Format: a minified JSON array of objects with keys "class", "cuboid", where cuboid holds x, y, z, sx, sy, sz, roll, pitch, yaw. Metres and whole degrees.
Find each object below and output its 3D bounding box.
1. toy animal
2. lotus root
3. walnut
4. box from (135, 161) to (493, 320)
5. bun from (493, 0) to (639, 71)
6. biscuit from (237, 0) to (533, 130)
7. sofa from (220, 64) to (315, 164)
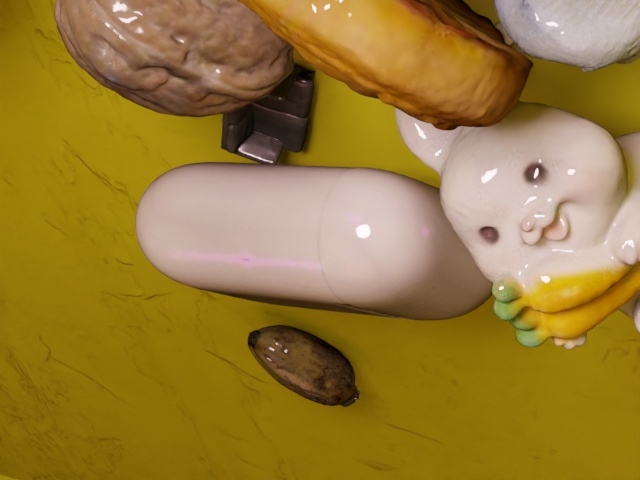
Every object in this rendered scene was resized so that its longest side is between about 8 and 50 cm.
[{"class":"toy animal","cuboid":[0.219,-0.047,1.390,0.310,0.247,0.183,15,142,-25]},{"class":"lotus root","cuboid":[-0.019,0.169,2.164,0.179,0.080,0.089,35,165,-20]},{"class":"walnut","cuboid":[-0.123,-0.196,1.413,0.230,0.178,0.178,21,157,-26]},{"class":"box","cuboid":[0.000,0.001,1.675,0.349,0.141,0.288,4,172,32]},{"class":"bun","cuboid":[0.200,-0.184,1.219,0.140,0.141,0.083,17,149,7]},{"class":"biscuit","cuboid":[0.027,-0.182,1.235,0.296,0.102,0.296,32,-168,-8]},{"class":"sofa","cuboid":[-0.056,-0.127,1.619,0.085,0.060,0.147,19,155,2]}]
